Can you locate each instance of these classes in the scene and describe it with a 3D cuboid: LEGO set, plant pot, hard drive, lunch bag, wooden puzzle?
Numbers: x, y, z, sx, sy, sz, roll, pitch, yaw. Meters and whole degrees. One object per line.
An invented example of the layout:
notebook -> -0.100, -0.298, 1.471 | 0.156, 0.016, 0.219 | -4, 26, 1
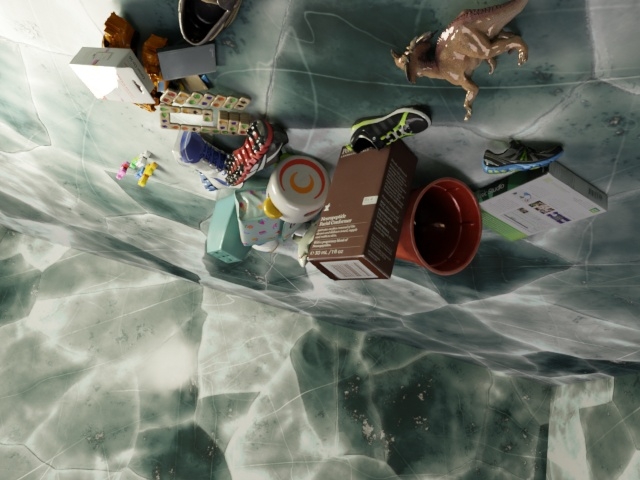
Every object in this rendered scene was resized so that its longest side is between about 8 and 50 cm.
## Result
LEGO set -> -0.698, -0.258, 1.773 | 0.227, 0.093, 0.087 | -10, 146, 45
plant pot -> 0.293, -0.045, 1.401 | 0.272, 0.272, 0.265 | 29, 169, -27
hard drive -> -0.324, -0.439, 1.126 | 0.135, 0.022, 0.094 | -17, 162, -16
plant pot -> -0.348, -0.038, 1.860 | 0.165, 0.234, 0.165 | 33, 151, -35
lunch bag -> -0.172, -0.095, 1.697 | 0.262, 0.160, 0.223 | -9, 158, -11
wooden puzzle -> -0.347, -0.433, 1.258 | 0.116, 0.014, 0.078 | 8, 160, 19

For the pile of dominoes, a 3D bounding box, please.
pile of dominoes -> -0.327, -0.346, 1.307 | 0.251, 0.040, 0.196 | 2, 161, -15

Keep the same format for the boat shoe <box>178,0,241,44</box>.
boat shoe -> -0.187, -0.495, 0.865 | 0.132, 0.130, 0.355 | 22, 156, -14

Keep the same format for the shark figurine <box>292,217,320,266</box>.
shark figurine -> 0.008, -0.024, 1.741 | 0.116, 0.278, 0.166 | 40, 180, -34

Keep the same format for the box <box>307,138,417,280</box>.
box -> 0.121, -0.089, 1.257 | 0.191, 0.381, 0.143 | -6, 146, 41

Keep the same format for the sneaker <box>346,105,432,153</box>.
sneaker -> 0.173, -0.267, 1.183 | 0.234, 0.097, 0.084 | -4, 150, 39

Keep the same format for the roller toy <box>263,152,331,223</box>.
roller toy -> -0.072, -0.155, 1.465 | 0.191, 0.209, 0.146 | 14, 158, -11

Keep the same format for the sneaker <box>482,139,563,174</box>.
sneaker -> 0.495, -0.210, 1.134 | 0.188, 0.078, 0.067 | -6, 180, 16

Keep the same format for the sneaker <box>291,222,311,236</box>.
sneaker -> -0.011, -0.034, 1.862 | 0.235, 0.090, 0.095 | 15, 144, -6

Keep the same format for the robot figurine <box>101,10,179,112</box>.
robot figurine -> -0.480, -0.447, 1.218 | 0.211, 0.085, 0.291 | 25, 155, -8

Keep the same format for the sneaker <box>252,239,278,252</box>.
sneaker -> -0.331, -0.034, 2.054 | 0.296, 0.112, 0.131 | 5, 141, 13

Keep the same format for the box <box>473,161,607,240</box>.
box -> 0.595, -0.104, 1.328 | 0.232, 0.058, 0.322 | 25, 154, -20

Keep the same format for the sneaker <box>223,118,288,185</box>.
sneaker -> -0.192, -0.251, 1.395 | 0.135, 0.097, 0.276 | -4, 153, -42

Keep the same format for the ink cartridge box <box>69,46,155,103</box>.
ink cartridge box -> -0.493, -0.404, 1.134 | 0.198, 0.067, 0.115 | 13, 154, 21

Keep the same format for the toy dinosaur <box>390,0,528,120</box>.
toy dinosaur -> 0.262, -0.369, 0.879 | 0.200, 0.127, 0.296 | 28, 149, -10

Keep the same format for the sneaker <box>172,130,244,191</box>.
sneaker -> -0.331, -0.259, 1.521 | 0.182, 0.127, 0.315 | 5, 161, 16
